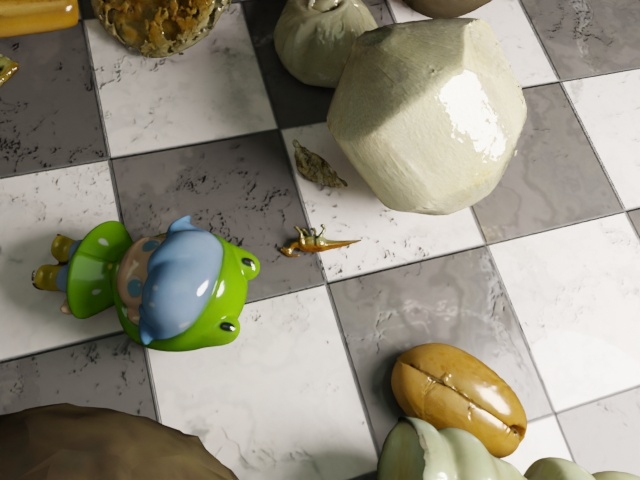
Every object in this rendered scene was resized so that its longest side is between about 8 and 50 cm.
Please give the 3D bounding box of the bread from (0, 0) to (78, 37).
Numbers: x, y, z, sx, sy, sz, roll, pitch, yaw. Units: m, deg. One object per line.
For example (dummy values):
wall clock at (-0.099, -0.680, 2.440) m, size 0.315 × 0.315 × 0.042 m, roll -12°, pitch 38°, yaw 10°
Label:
bread at (-0.474, -0.330, 0.829) m, size 0.239 × 0.074 × 0.093 m, roll -17°, pitch 79°, yaw -21°

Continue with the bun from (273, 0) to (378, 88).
bun at (0.018, -0.328, 0.901) m, size 0.183 × 0.102 × 0.184 m, roll 4°, pitch 70°, yaw -10°

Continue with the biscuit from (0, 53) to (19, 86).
biscuit at (-0.569, -0.260, 0.827) m, size 0.231 × 0.016 × 0.139 m, roll 30°, pitch 66°, yaw 3°

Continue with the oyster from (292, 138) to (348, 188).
oyster at (-0.006, -0.100, 0.826) m, size 0.038 × 0.080 × 0.083 m, roll -45°, pitch 45°, yaw 0°

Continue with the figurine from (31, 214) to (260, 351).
figurine at (-0.209, 0.047, 0.703) m, size 0.263 × 0.143 × 0.162 m, roll 9°, pitch 58°, yaw 13°

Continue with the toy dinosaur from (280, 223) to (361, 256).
toy dinosaur at (-0.002, -0.003, 0.807) m, size 0.113 × 0.026 × 0.041 m, roll -11°, pitch 77°, yaw -3°

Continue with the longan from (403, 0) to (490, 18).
longan at (0.204, -0.457, 0.939) m, size 0.212 × 0.198 × 0.198 m, roll 31°, pitch 67°, yaw -1°

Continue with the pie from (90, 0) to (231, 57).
pie at (-0.235, -0.407, 0.847) m, size 0.274 × 0.055 × 0.275 m, roll 2°, pitch 96°, yaw 22°

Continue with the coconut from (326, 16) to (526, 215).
coconut at (0.134, -0.175, 0.764) m, size 0.245 × 0.244 × 0.247 m, roll -52°, pitch 124°, yaw -22°

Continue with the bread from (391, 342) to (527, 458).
bread at (0.179, 0.200, 0.731) m, size 0.189 × 0.077 × 0.114 m, roll 31°, pitch 63°, yaw 7°

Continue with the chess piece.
chess piece at (0.237, 0.311, 0.643) m, size 0.330 × 0.182 × 0.183 m, roll 10°, pitch 67°, yaw -6°

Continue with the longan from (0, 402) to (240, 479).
longan at (-0.214, 0.327, 0.453) m, size 0.390 × 0.391 × 0.392 m, roll 3°, pitch 68°, yaw -8°
